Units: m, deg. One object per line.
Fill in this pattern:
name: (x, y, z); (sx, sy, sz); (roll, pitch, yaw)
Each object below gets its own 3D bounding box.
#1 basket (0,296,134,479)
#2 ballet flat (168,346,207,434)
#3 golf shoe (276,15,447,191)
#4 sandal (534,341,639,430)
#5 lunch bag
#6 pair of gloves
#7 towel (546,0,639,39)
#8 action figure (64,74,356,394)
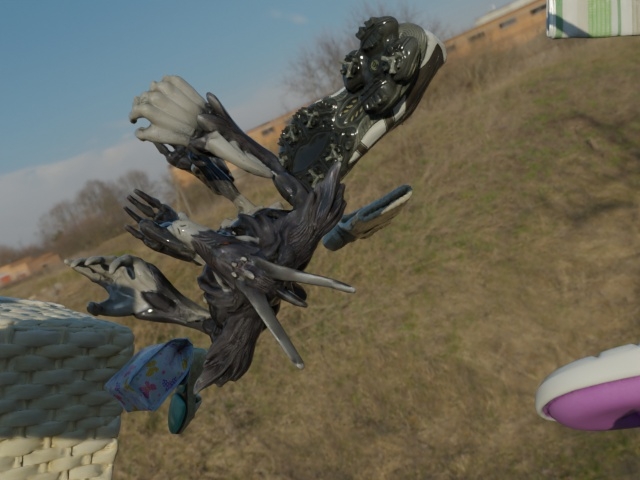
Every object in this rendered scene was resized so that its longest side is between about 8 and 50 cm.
basket: (-0.447, 0.239, 0.837); (0.266, 0.328, 0.331); (4, -5, 42)
ballet flat: (-0.220, 0.258, 1.131); (0.052, 0.168, 0.057); (-3, 26, -37)
golf shoe: (0.037, -0.105, 0.586); (0.094, 0.077, 0.198); (-12, -23, -46)
sandal: (0.358, 0.118, 0.450); (0.416, 0.102, 0.169); (-11, -33, 25)
lunch bag: (-0.176, 0.141, 0.710); (0.071, 0.053, 0.083); (-20, 24, 49)
pair of gloves: (0.000, 0.000, 0.831); (0.240, 0.042, 0.204); (-28, -6, -2)
towel: (0.335, -0.290, 0.767); (0.152, 0.113, 0.023); (-2, 5, -1)
action figure: (-0.085, -0.009, 0.443); (0.164, 0.141, 0.275); (-63, 27, 3)
